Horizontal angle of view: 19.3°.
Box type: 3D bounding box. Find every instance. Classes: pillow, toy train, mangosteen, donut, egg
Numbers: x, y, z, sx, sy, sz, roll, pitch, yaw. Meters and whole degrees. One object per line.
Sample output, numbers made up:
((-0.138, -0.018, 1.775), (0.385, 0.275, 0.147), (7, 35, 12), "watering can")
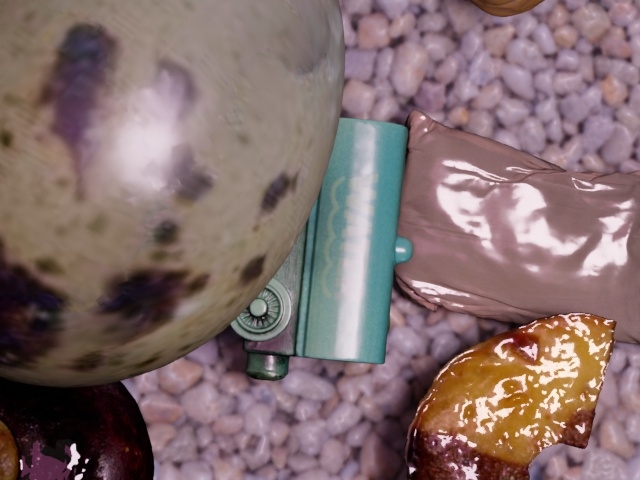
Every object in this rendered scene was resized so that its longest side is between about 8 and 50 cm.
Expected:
((0.194, -0.007, 1.650), (0.270, 0.067, 0.173), (10, 93, -4), "pillow")
((0.000, 0.000, 1.609), (0.159, 0.101, 0.248), (6, 87, 4), "toy train")
((-0.256, 0.184, 1.512), (0.211, 0.250, 0.211), (-1, 87, 33), "mangosteen")
((0.139, 0.194, 1.619), (0.151, 0.112, 0.295), (15, 86, -2), "donut")
((-0.162, -0.094, 1.435), (0.345, 0.345, 0.428), (29, 84, -3), "egg")

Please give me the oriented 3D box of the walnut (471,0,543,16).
((0.160, -0.289, 1.616), (0.155, 0.155, 0.184), (27, 84, -4), "walnut")
